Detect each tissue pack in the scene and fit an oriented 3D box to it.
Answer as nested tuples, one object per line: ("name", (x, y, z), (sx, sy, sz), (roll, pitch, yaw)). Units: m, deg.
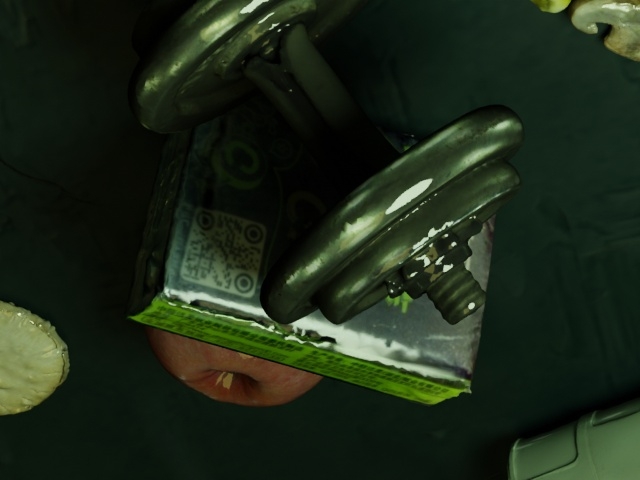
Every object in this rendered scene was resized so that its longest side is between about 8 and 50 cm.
("tissue pack", (0.000, 0.000, 1.197), (0.236, 0.173, 0.073), (17, 160, -21))

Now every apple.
("apple", (-0.054, 0.054, 1.285), (0.153, 0.120, 0.153), (5, 150, 3))

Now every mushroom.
("mushroom", (0.210, -0.140, 1.165), (0.101, 0.019, 0.049), (14, 136, -16))

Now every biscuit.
("biscuit", (-0.273, 0.095, 1.400), (0.152, 0.020, 0.152), (-1, 138, -1))

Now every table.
("table", (0.276, 0.187, 1.453), (0.220, 0.126, 0.126), (-23, 134, 22))

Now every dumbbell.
("dumbbell", (0.003, -0.071, 1.065), (0.192, 0.192, 0.290), (-41, 82, 34))

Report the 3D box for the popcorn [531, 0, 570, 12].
("popcorn", (0.140, -0.209, 0.992), (0.142, 0.173, 0.173), (5, 138, 3))
